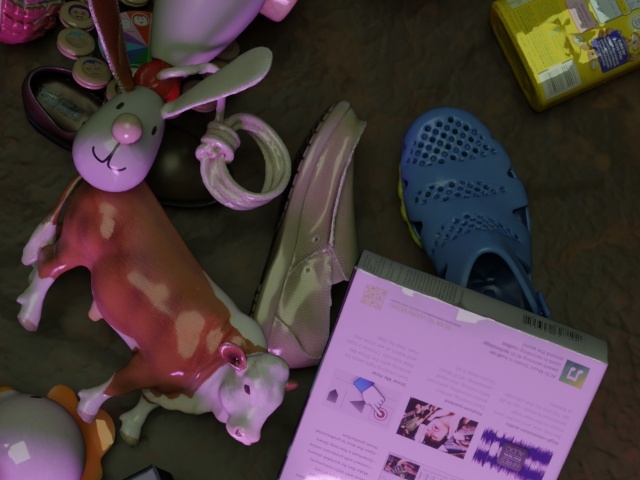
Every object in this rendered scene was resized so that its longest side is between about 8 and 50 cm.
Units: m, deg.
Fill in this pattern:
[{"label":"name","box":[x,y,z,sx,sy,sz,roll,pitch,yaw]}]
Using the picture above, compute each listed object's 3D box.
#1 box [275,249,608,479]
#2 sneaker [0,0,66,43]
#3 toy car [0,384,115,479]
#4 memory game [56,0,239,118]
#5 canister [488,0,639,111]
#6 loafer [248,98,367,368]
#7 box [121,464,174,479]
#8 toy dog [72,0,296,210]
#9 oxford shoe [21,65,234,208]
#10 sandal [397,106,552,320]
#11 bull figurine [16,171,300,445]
[{"label":"box","box":[0.090,0.194,1.398,0.232,0.058,0.322,21,109,3]},{"label":"sneaker","box":[-0.320,-0.336,1.550,0.112,0.121,0.299,-14,79,25]},{"label":"toy car","box":[-0.304,0.182,1.425,0.238,0.219,0.210,-16,78,-34]},{"label":"memory game","box":[-0.164,-0.189,1.517,0.186,0.012,0.186,12,49,-14]},{"label":"canister","box":[0.266,-0.213,1.549,0.169,0.073,0.126,-24,80,-4]},{"label":"loafer","box":[0.000,0.000,1.493,0.092,0.102,0.269,18,91,-6]},{"label":"box","box":[-0.149,0.292,1.399,0.093,0.158,0.156,-25,80,-6]},{"label":"toy dog","box":[-0.105,-0.206,1.415,0.220,0.161,0.334,10,69,-15]},{"label":"oxford shoe","box":[-0.189,-0.098,1.505,0.227,0.096,0.083,25,78,2]},{"label":"sandal","box":[0.154,0.019,1.471,0.126,0.138,0.317,-16,78,-2]},{"label":"bull figurine","box":[-0.156,0.075,1.436,0.188,0.101,0.310,-38,72,15]}]
